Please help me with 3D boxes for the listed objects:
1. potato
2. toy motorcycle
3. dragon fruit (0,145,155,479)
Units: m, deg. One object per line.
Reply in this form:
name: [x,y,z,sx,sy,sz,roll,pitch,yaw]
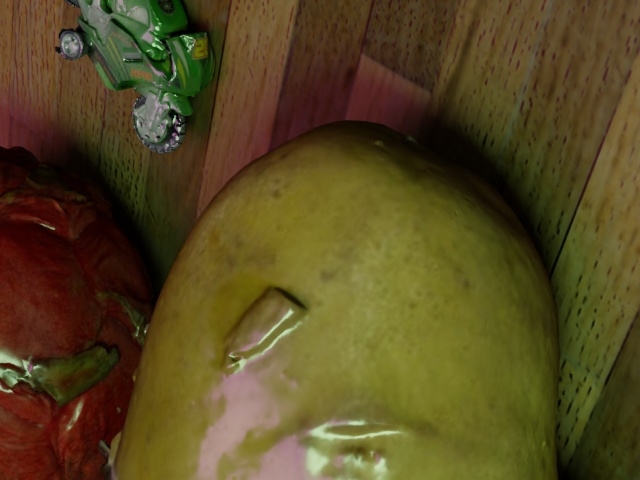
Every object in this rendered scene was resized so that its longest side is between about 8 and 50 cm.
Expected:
potato: [0.077,0.112,0.748,0.397,0.290,0.296,29,101,7]
toy motorcycle: [-0.143,-0.164,0.928,0.106,0.074,0.190,-30,87,37]
dragon fruit: [-0.269,0.083,1.020,0.277,0.277,0.342,-29,71,47]
